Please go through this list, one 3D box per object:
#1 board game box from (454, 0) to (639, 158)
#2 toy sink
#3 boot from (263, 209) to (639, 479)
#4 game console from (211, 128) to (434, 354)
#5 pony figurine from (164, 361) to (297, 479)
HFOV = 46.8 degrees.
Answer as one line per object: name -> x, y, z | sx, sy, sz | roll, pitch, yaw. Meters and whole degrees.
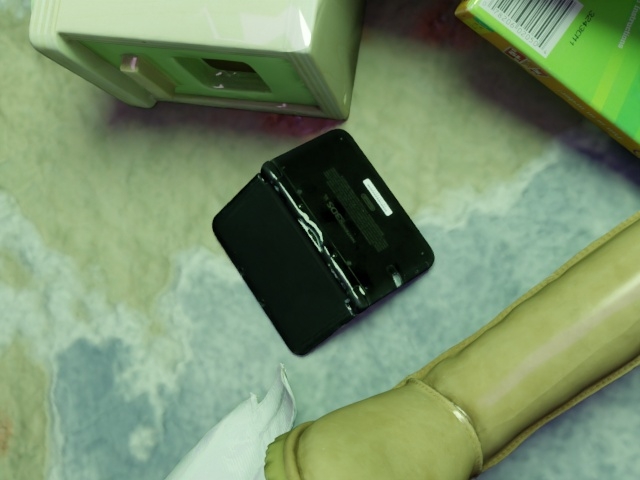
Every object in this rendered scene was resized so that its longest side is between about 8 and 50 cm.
board game box -> 0.220, -0.111, 0.444 | 0.260, 0.039, 0.124 | 34, 96, -10
toy sink -> -0.097, -0.163, 0.492 | 0.234, 0.153, 0.131 | 8, 86, 10
boot -> 0.115, 0.061, 0.393 | 0.270, 0.236, 0.089 | -37, 81, 9
game console -> 0.000, 0.000, 0.530 | 0.107, 0.071, 0.122 | -30, 79, -24
pony figurine -> -0.103, 0.284, 0.413 | 0.351, 0.303, 0.363 | -38, 94, 13
